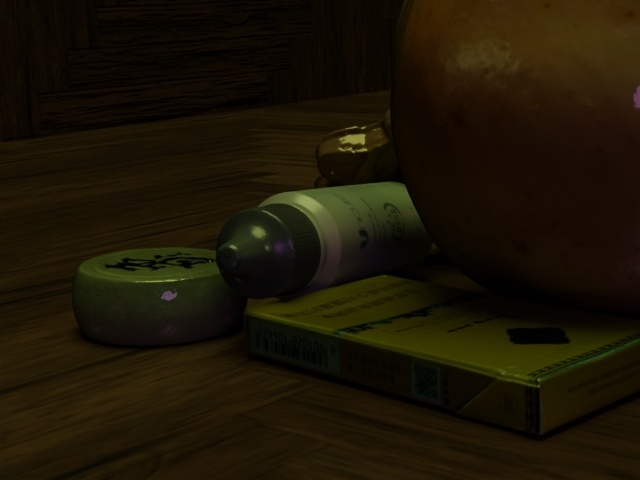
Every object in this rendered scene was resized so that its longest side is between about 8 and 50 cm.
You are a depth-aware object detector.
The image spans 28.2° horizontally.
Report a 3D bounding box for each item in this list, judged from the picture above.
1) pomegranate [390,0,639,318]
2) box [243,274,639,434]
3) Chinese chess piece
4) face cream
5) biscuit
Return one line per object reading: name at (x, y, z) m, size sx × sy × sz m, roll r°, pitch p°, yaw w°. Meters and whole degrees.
pomegranate at (0.253, -0.121, 0.977) m, size 0.411 × 0.411 × 0.411 m, roll -2°, pitch 11°, yaw 0°
box at (0.090, 0.070, 0.898) m, size 0.153 × 0.041 × 0.279 m, roll -11°, pitch 15°, yaw -42°
Chinese chess piece at (-0.132, 0.042, 1.048) m, size 0.144 × 0.058 × 0.144 m, roll -2°, pitch 11°, yaw 0°
face cream at (0.000, 0.000, 1.064) m, size 0.092 × 0.092 × 0.311 m, roll 3°, pitch 5°, yaw 26°
biscuit at (0.137, -0.065, 1.237) m, size 0.288 × 0.202 × 0.044 m, roll -1°, pitch 50°, yaw -11°
